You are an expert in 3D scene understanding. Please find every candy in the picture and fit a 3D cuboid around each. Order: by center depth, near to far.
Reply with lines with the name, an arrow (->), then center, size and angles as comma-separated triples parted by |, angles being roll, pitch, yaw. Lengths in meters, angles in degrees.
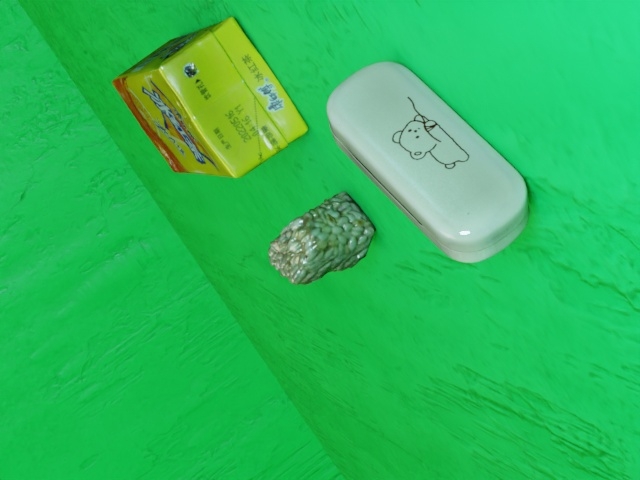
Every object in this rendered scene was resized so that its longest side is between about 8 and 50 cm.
candy -> 0.000, 0.000, 1.665 | 0.085, 0.110, 0.095 | 50, 131, 18

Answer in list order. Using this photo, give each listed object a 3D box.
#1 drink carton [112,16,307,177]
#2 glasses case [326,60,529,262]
drink carton -> -0.137, -0.162, 1.774 | 0.154, 0.111, 0.351 | 56, 168, -12
glasses case -> 0.083, -0.064, 1.187 | 0.196, 0.083, 0.050 | 46, 165, 31
